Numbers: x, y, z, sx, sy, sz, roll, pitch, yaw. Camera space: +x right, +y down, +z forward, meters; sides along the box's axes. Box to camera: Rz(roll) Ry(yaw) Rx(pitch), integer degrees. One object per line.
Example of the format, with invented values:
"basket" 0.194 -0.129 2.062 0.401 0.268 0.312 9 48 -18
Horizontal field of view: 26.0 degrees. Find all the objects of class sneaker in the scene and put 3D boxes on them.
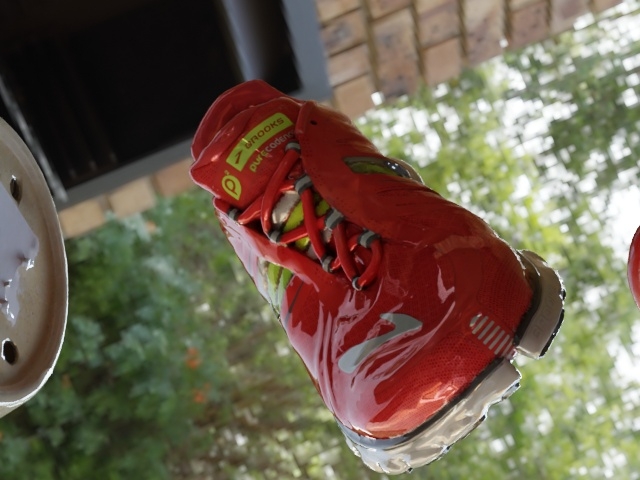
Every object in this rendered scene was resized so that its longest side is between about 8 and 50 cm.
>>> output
"sneaker" 0.000 0.000 0.574 0.118 0.107 0.279 41 1 -24

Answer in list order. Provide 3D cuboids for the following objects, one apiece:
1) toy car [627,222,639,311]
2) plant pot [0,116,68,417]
"toy car" 0.207 0.024 0.619 0.136 0.182 0.159 38 -59 19
"plant pot" -0.261 0.025 0.602 0.256 0.274 0.256 -10 90 -73
